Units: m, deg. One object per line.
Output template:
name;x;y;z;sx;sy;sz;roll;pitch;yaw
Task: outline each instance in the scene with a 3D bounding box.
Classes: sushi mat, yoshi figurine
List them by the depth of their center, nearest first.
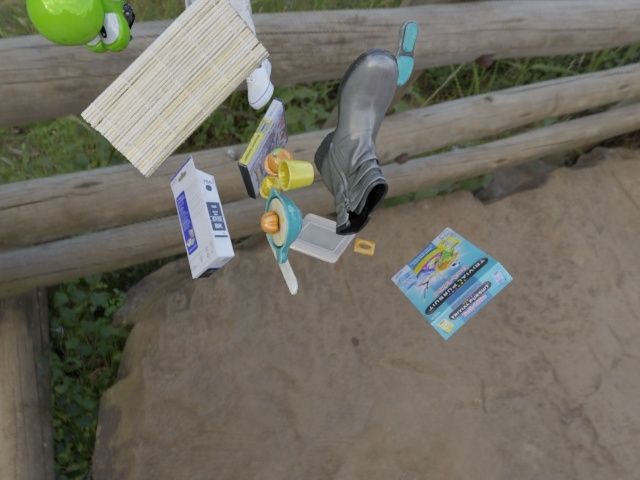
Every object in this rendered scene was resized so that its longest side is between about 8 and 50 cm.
yoshi figurine;-0.385;-0.446;0.836;0.203;0.362;0.204;-29;36;-27
sushi mat;-0.238;-0.269;0.972;0.316;0.019;0.151;-48;118;-6

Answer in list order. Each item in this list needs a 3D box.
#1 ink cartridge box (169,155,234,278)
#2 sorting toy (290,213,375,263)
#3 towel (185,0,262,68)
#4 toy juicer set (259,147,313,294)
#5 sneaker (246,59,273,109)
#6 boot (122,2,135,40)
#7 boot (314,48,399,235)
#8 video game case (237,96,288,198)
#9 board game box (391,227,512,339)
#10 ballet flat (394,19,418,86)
ink cartridge box;-0.356;-0.070;1.696;0.065;0.165;0.332;-3;67;-41
sorting toy;0.000;0.000;1.809;0.348;0.047;0.196;19;36;14
towel;-0.226;-0.530;1.299;0.187;0.049;0.282;0;78;-54
toy juicer set;-0.109;-0.059;1.332;0.090;0.328;0.209;-7;31;-26
sneaker;-0.215;-0.525;1.853;0.091;0.094;0.258;39;30;-39
boot;-0.444;-0.529;1.201;0.137;0.198;0.076;26;55;-11
boot;0.069;-0.131;0.824;0.084;0.246;0.161;0;50;-23
video game case;-0.178;-0.288;1.841;0.035;0.275;0.248;24;75;7
board game box;0.382;0.116;1.727;0.254;0.336;0.079;-44;112;3
ballet flat;0.277;-0.621;1.903;0.072;0.068;0.213;7;107;-17
